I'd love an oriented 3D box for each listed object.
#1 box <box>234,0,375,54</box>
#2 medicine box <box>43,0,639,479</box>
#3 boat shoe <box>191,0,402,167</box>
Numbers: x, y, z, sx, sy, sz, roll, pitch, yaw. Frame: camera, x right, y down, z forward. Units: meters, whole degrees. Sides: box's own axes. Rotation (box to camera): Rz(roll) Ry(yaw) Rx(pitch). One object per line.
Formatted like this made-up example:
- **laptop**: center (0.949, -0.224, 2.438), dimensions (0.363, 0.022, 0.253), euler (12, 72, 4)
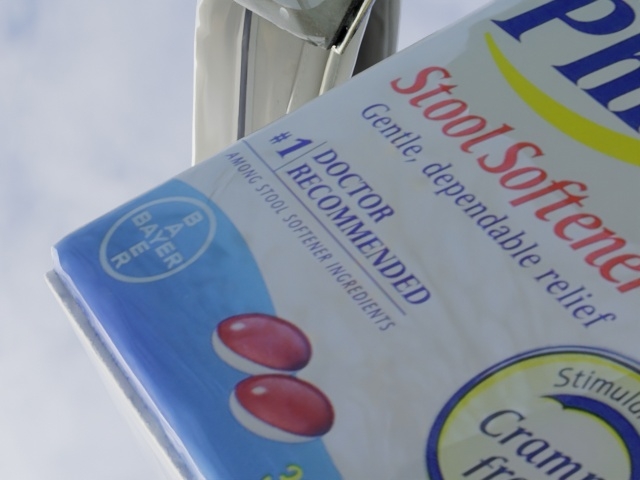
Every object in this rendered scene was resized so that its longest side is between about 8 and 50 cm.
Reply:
- **box**: center (-0.034, -0.156, 0.431), dimensions (0.180, 0.147, 0.077), euler (29, -36, -2)
- **medicine box**: center (0.097, 0.048, 0.600), dimensions (0.289, 0.263, 0.149), euler (-31, -49, -11)
- **boat shoe**: center (0.000, 0.000, 0.751), dimensions (0.088, 0.096, 0.267), euler (5, -83, 21)
